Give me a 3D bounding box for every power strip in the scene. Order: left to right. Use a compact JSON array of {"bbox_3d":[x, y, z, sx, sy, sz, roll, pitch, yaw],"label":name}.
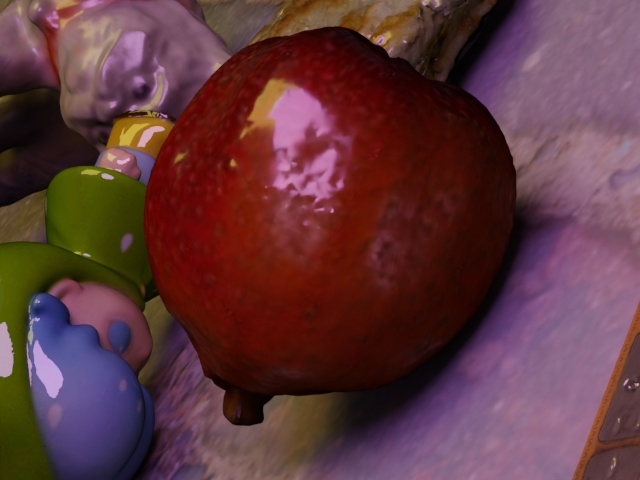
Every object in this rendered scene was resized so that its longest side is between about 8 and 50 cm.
[{"bbox_3d":[0.136,0.047,0.711,0.049,0.028,0.178,-21,35,51],"label":"power strip"}]

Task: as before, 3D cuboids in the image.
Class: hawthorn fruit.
[{"bbox_3d":[0.000,0.000,0.876,0.169,0.169,0.188,11,83,65],"label":"hawthorn fruit"}]

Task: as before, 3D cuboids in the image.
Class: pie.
[{"bbox_3d":[0.021,-0.104,1.089,0.248,0.090,0.201,-52,23,-10],"label":"pie"}]

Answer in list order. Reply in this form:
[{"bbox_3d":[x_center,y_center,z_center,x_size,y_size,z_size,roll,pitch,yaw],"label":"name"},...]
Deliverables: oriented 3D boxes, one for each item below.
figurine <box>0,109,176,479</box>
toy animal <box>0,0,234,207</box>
[{"bbox_3d":[-0.146,0.047,1.084,0.162,0.143,0.263,97,-167,-58],"label":"figurine"},{"bbox_3d":[-0.158,-0.088,1.367,0.308,0.188,0.266,-56,-2,24],"label":"toy animal"}]
